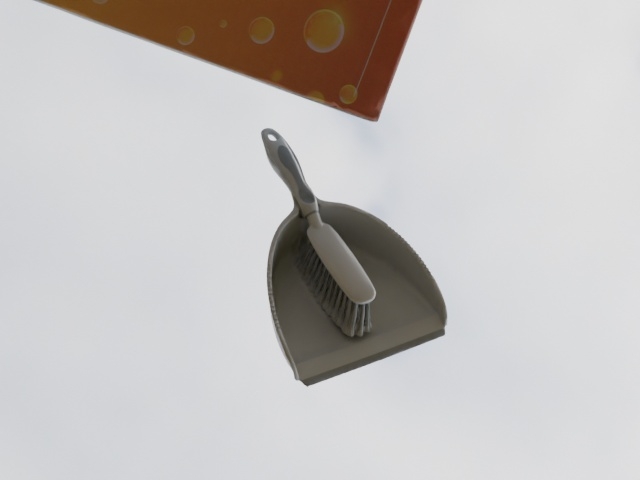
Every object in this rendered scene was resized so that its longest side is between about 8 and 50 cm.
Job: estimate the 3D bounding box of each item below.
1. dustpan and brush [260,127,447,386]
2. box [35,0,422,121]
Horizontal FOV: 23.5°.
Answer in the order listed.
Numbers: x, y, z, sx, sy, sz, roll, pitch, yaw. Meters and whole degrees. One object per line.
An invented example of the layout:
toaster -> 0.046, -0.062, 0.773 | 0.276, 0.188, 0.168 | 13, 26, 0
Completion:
dustpan and brush -> 0.000, 0.000, 1.249 | 0.147, 0.060, 0.211 | -18, -122, -25
box -> -0.095, -0.254, 1.202 | 0.168, 0.345, 0.215 | 33, -75, 64
